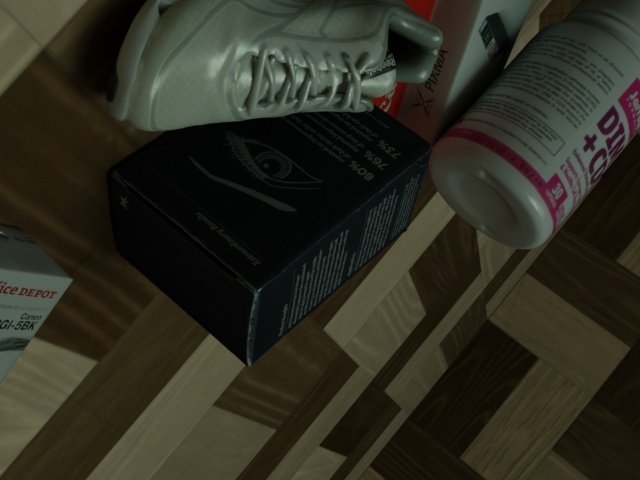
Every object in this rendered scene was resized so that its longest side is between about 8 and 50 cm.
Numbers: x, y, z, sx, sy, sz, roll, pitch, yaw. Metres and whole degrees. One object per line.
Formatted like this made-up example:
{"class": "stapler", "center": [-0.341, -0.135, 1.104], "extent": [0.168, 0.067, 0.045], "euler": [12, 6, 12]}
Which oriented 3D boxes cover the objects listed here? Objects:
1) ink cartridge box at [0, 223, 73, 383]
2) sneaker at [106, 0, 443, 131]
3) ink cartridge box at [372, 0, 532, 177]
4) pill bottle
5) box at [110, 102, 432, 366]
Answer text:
{"class": "ink cartridge box", "center": [-0.236, 0.057, 0.571], "extent": [0.135, 0.056, 0.099], "euler": [-54, 159, 7]}
{"class": "sneaker", "center": [-0.019, -0.134, 0.637], "extent": [0.292, 0.118, 0.110], "euler": [-30, 153, -44]}
{"class": "ink cartridge box", "center": [0.119, -0.171, 0.962], "extent": [0.239, 0.060, 0.275], "euler": [-37, 156, -38]}
{"class": "pill bottle", "center": [0.266, -0.141, 1.015], "extent": [0.283, 0.160, 0.160], "euler": [-48, 160, -15]}
{"class": "box", "center": [-0.038, -0.031, 0.718], "extent": [0.207, 0.153, 0.108], "euler": [-39, 156, -30]}
